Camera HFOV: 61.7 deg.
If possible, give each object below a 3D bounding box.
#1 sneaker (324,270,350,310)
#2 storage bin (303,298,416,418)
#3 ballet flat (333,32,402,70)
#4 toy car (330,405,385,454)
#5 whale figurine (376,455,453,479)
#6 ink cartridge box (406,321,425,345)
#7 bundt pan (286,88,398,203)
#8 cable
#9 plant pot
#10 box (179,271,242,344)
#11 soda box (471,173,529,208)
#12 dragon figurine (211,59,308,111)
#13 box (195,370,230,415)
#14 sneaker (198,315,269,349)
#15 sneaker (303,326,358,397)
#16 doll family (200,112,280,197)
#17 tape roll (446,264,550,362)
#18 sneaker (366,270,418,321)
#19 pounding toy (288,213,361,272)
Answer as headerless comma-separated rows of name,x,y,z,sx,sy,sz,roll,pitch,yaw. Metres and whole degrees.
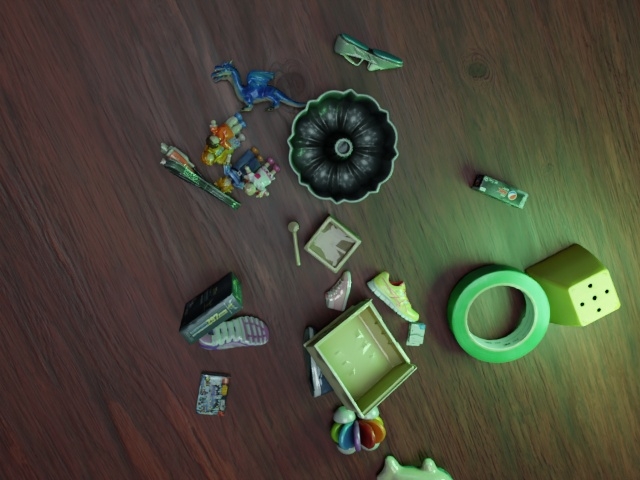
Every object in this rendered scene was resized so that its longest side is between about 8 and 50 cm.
sneaker,0.053,0.160,1.720,0.070,0.051,0.135,8,103,-15
storage bin,0.129,0.358,1.675,0.260,0.123,0.262,-35,93,-24
ballet flat,0.140,-0.548,1.602,0.213,0.072,0.068,21,124,-10
toy car,0.127,0.638,1.775,0.181,0.136,0.159,-6,102,-7
whale figurine,0.338,0.844,1.863,0.271,0.141,0.216,23,97,13
ink cartridge box,0.319,0.317,1.797,0.048,0.028,0.083,5,100,-8
bundt pan,0.060,-0.278,1.603,0.330,0.124,0.331,-1,100,-7
cable,-0.346,-0.187,1.559,0.287,0.139,0.072,30,88,-15
plant pot,0.843,0.162,1.760,0.212,0.187,0.212,-26,102,-3
box,-0.319,0.193,1.581,0.183,0.233,0.059,-35,106,0
soda box,0.579,-0.158,1.729,0.168,0.060,0.053,21,96,-10
dragon figurine,-0.171,-0.449,1.559,0.289,0.085,0.144,-3,101,-6
box,-0.348,0.497,1.739,0.093,0.027,0.137,8,99,-10
sneaker,-0.280,0.301,1.686,0.236,0.104,0.095,4,56,-27
sneaker,0.033,0.380,1.745,0.163,0.086,0.226,-9,93,-15
doll family,-0.253,-0.227,1.566,0.263,0.118,0.163,52,57,-17
tape roll,0.586,0.243,1.777,0.321,0.077,0.322,0,104,-2
sneaker,0.253,0.181,1.737,0.208,0.081,0.094,42,90,-12
pounding toy,-0.010,0.004,1.667,0.206,0.094,0.181,38,98,-3
